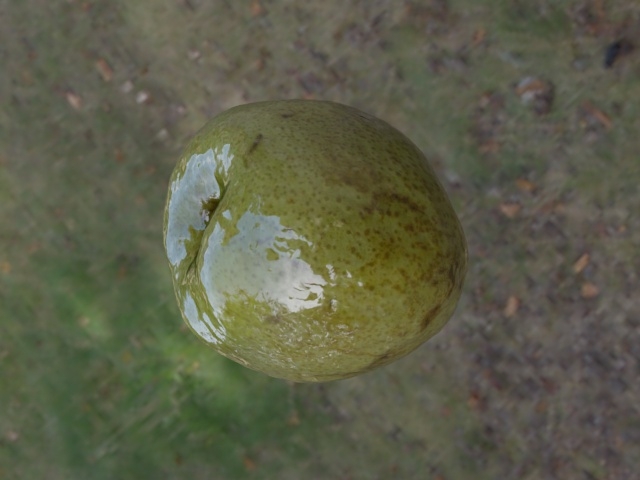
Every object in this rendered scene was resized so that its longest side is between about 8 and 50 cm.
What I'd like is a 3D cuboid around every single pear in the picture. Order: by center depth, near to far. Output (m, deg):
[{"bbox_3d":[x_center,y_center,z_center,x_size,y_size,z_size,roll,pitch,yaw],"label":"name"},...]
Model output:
[{"bbox_3d":[0.000,0.000,1.079,0.188,0.211,0.228,-60,31,36],"label":"pear"}]
